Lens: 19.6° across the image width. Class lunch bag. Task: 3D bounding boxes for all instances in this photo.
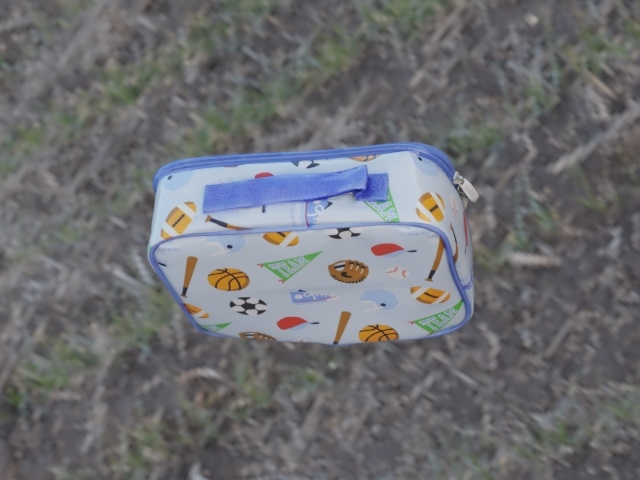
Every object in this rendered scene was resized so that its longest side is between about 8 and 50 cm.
[{"bbox_3d":[0.000,0.000,1.725,0.303,0.243,0.115,-5,58,12],"label":"lunch bag"}]
